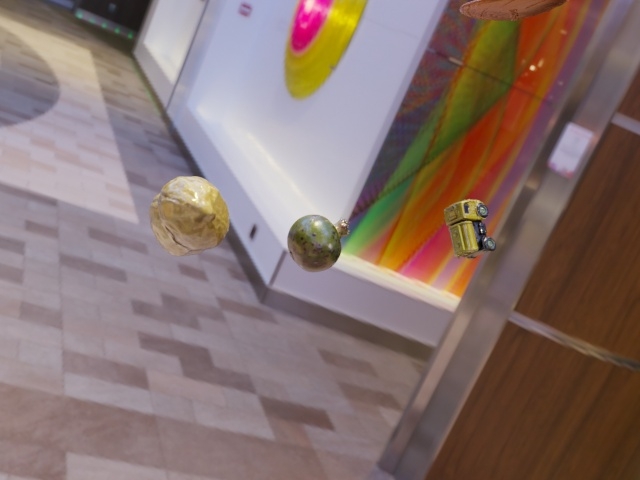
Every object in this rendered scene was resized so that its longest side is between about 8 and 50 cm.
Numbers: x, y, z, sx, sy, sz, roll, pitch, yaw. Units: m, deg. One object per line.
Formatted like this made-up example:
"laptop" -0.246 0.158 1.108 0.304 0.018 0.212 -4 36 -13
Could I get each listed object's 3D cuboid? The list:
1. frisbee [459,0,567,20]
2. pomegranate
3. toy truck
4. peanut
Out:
"frisbee" 0.348 -0.415 1.489 0.192 0.035 0.192 -5 8 1
"pomegranate" -0.006 0.005 1.709 0.130 0.130 0.130 23 14 -6
"toy truck" 0.211 -0.018 1.188 0.054 0.083 0.049 0 -17 -34
"peanut" -0.245 -0.043 1.540 0.147 0.146 0.305 20 -10 -16
